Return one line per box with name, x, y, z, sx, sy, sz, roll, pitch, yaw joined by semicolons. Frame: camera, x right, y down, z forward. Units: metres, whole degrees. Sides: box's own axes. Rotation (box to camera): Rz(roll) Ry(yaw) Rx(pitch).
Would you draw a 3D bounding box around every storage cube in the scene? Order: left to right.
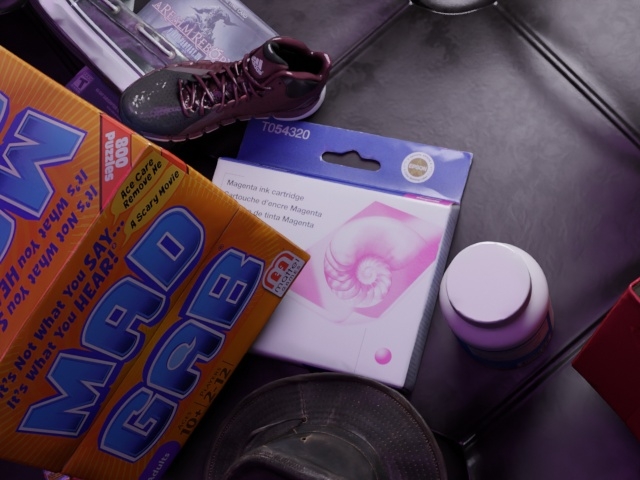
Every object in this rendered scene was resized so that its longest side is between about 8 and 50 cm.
storage cube;0.424;0.119;1.254;0.215;0.193;0.183;-29;67;-24

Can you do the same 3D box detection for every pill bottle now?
pill bottle;0.203;0.072;1.335;0.124;0.221;0.124;-4;73;13

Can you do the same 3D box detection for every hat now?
hat;-0.022;0.301;1.345;0.331;0.134;0.331;-5;79;23

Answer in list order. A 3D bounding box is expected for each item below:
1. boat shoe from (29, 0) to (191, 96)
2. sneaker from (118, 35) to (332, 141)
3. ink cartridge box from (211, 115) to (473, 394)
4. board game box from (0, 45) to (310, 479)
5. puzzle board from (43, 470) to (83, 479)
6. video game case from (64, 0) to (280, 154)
boat shoe;-0.305;-0.310;1.617;0.119;0.121;0.335;-42;80;-9
sneaker;-0.116;-0.210;1.480;0.281;0.162;0.106;-12;79;-17
ink cartridge box;0.000;0.000;1.490;0.324;0.071;0.330;12;79;17
board game box;-0.308;0.028;1.354;0.356;0.356;0.356;33;88;34
puzzle board;-0.302;0.289;1.509;0.128;0.011;0.096;-27;70;4
video game case;-0.213;-0.244;1.637;0.274;0.026;0.196;-46;69;-1
